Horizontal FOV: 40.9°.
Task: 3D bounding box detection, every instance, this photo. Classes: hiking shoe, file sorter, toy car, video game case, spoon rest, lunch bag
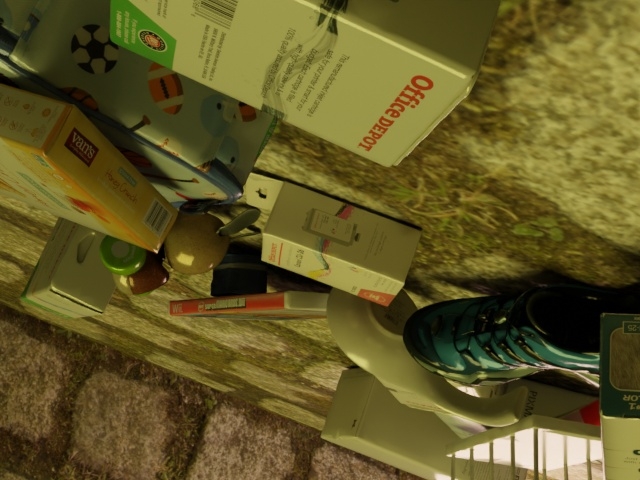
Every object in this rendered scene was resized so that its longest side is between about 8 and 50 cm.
[{"bbox_3d":[0.222,0.088,0.927,0.304,0.113,0.132,-2,145,30],"label":"hiking shoe"},{"bbox_3d":[0.336,0.386,1.302,0.193,0.173,0.277,12,155,-15],"label":"file sorter"},{"bbox_3d":[-0.168,-0.015,1.061,0.189,0.148,0.155,-8,166,-5],"label":"toy car"},{"bbox_3d":[-0.053,0.094,1.203,0.204,0.025,0.285,7,170,-40],"label":"video game case"},{"bbox_3d":[0.123,0.144,1.075,0.276,0.137,0.084,36,136,-3],"label":"spoon rest"},{"bbox_3d":[-0.116,0.048,1.223,0.067,0.065,0.098,8,170,-26],"label":"lunch bag"},{"bbox_3d":[-0.200,-0.125,0.739,0.303,0.114,0.243,34,160,-33],"label":"lunch bag"}]

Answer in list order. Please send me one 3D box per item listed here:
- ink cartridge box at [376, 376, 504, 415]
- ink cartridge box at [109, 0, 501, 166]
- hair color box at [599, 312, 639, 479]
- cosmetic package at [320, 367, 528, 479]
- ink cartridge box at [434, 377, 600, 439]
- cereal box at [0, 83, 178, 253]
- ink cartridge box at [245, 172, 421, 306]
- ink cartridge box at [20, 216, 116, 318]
[{"bbox_3d":[0.174,0.187,1.252,0.159,0.092,0.218,8,157,23],"label":"ink cartridge box"},{"bbox_3d":[-0.014,-0.142,0.519,0.209,0.086,0.153,24,161,-8],"label":"ink cartridge box"},{"bbox_3d":[0.364,0.198,0.829,0.174,0.105,0.347,0,147,20],"label":"hair color box"},{"bbox_3d":[0.210,0.385,1.694,0.366,0.155,0.197,26,161,-15],"label":"cosmetic package"},{"bbox_3d":[0.398,0.321,1.411,0.385,0.091,0.308,13,161,27],"label":"ink cartridge box"},{"bbox_3d":[-0.252,-0.074,0.690,0.240,0.047,0.173,18,163,25],"label":"cereal box"},{"bbox_3d":[0.000,0.000,0.947,0.198,0.067,0.115,20,163,2],"label":"ink cartridge box"},{"bbox_3d":[-0.360,0.030,1.289,0.093,0.154,0.212,28,160,-22],"label":"ink cartridge box"}]
